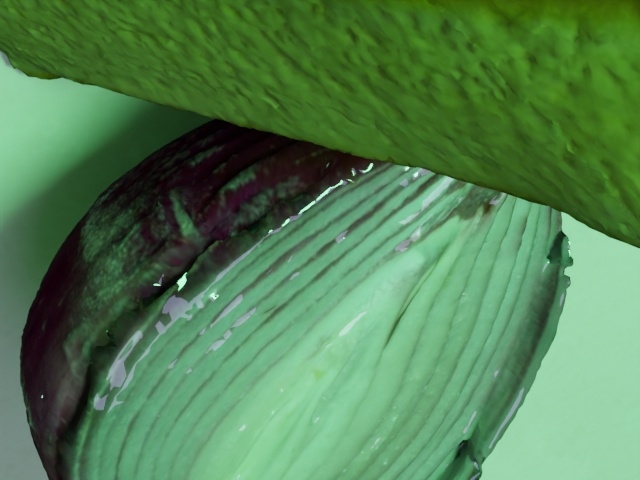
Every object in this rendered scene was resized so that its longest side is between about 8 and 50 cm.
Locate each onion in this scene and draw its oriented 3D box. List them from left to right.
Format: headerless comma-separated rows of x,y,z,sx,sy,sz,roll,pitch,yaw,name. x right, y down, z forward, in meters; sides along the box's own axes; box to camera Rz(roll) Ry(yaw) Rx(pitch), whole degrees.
0.000,0.000,0.906,0.267,0.159,0.349,22,110,-47,onion

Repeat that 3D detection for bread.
-0.030,-0.106,0.667,0.245,0.362,0.233,-33,132,3,bread
